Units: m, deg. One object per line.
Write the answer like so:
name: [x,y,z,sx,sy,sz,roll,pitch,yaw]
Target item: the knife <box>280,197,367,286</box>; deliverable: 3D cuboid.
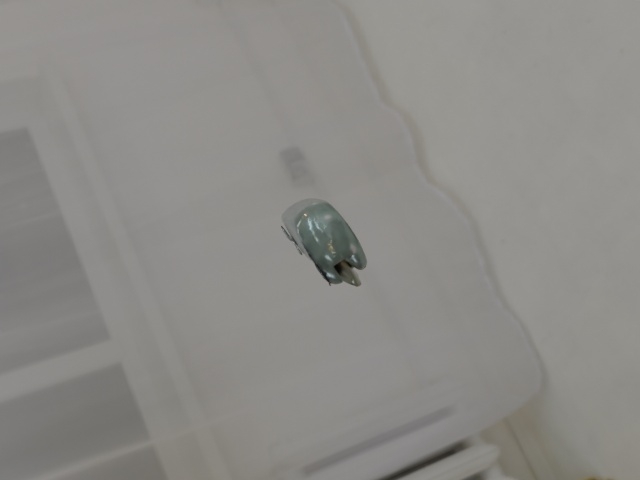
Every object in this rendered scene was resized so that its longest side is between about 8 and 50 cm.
knife: [0.000,0.000,0.476,0.044,0.023,0.162,53,178,-5]
